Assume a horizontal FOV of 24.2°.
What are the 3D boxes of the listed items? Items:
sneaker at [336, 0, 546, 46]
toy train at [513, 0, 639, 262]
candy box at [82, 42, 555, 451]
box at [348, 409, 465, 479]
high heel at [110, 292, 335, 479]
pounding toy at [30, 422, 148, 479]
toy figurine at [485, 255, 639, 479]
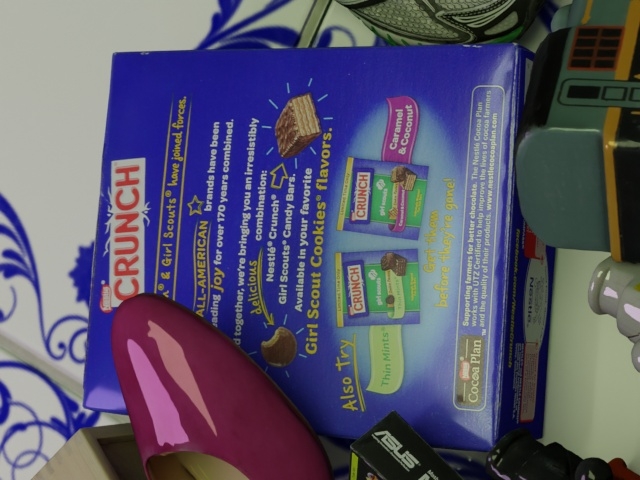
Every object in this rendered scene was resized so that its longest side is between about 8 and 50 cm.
[{"bbox_3d":[0.011,-0.233,1.065,0.343,0.146,0.134,27,96,25],"label":"sneaker"},{"bbox_3d":[0.229,-0.122,0.888,0.190,0.142,0.334,5,50,17],"label":"toy train"},{"bbox_3d":[0.000,0.000,1.056,0.317,0.122,0.268,3,87,25],"label":"candy box"},{"bbox_3d":[0.091,0.221,0.957,0.045,0.191,0.184,-35,63,-20],"label":"box"},{"bbox_3d":[-0.063,0.225,0.946,0.127,0.181,0.377,-22,103,44],"label":"high heel"},{"bbox_3d":[-0.141,0.192,1.086,0.100,0.130,0.141,-46,65,24],"label":"pounding toy"},{"bbox_3d":[0.226,0.120,0.883,0.148,0.213,0.209,32,93,37],"label":"toy figurine"}]
